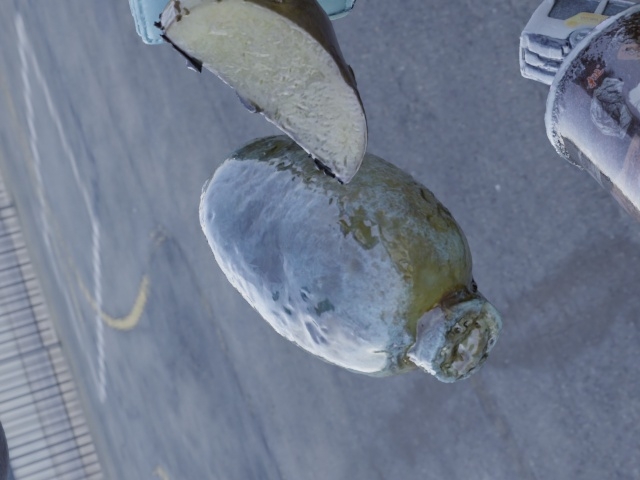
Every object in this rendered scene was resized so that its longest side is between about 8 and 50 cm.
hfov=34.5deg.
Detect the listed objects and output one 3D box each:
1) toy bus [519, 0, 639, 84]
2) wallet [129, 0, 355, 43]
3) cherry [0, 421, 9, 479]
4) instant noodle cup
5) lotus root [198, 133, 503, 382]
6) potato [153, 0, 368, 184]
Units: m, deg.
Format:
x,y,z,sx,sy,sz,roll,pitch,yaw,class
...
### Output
x,y,z,sx,sy,sz,roll,pitch,yaw,class
0.441,-0.242,1.352,0.343,0.138,0.097,18,148,24,toy bus
-0.084,-0.302,1.089,0.176,0.251,0.075,88,169,-50,wallet
-0.297,0.201,0.819,0.148,0.115,0.188,6,115,63,cherry
0.366,-0.101,1.035,0.207,0.218,0.217,-113,17,-48,instant noodle cup
-0.001,-0.001,0.898,0.350,0.175,0.175,30,136,41,lotus root
-0.016,-0.133,0.705,0.172,0.089,0.100,38,-154,-20,potato
